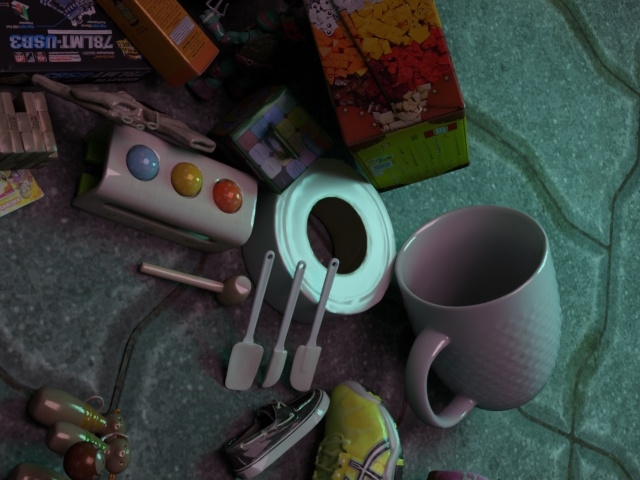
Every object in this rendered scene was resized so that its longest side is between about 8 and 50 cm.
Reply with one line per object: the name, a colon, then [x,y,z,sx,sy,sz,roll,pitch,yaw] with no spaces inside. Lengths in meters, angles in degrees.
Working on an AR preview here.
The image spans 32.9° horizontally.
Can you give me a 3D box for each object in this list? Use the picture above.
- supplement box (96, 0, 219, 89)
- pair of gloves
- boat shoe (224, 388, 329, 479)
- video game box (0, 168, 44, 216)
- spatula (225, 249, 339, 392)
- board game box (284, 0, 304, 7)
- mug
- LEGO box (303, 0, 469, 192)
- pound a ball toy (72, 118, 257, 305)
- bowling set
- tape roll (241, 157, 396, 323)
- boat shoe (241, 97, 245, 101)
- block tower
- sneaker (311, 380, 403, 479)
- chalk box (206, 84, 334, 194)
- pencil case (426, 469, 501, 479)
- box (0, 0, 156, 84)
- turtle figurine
supplement box: [-0.270,-0.355,1.706,0.233,0.078,0.080,48,49,-23]
pair of gloves: [-0.292,-0.199,1.637,0.240,0.204,0.042,12,101,-57]
boat shoe: [-0.068,0.298,1.771,0.219,0.077,0.070,-39,104,-40]
video game box: [-0.519,-0.102,1.519,0.205,0.048,0.187,-32,96,-42]
spatula: [-0.059,0.137,1.780,0.168,0.019,0.242,9,104,-28]
board game box: [0.006,-0.638,2.042,0.056,0.208,0.347,9,70,-36]
mug: [0.278,0.176,1.976,0.374,0.276,0.328,-46,134,-30]
LEGO box: [0.113,-0.315,1.853,0.500,0.193,0.373,32,42,-80]
pound a ball toy: [-0.220,-0.040,1.704,0.319,0.135,0.208,21,63,-35]
bowling set: [-0.319,0.338,1.464,0.154,0.200,0.287,29,63,-33]
tape roll: [0.000,0.000,1.911,0.286,0.100,0.286,14,68,-37]
boat shoe: [-0.097,-0.198,1.928,0.133,0.042,0.049,65,32,-15]
block tower: [-0.515,-0.142,1.443,0.335,0.091,0.097,-9,81,-43]
sneaker: [0.040,0.418,1.786,0.147,0.145,0.385,14,66,-38]
chalk box: [-0.078,-0.169,1.793,0.132,0.213,0.132,-44,109,-10]
pencil case: [0.216,0.592,1.880,0.160,0.167,0.386,70,36,-48]
box: [-0.417,-0.389,1.681,0.295,0.073,0.293,-11,85,-44]
turtle figurine: [-0.123,-0.332,1.810,0.175,0.234,0.118,7,50,-33]
